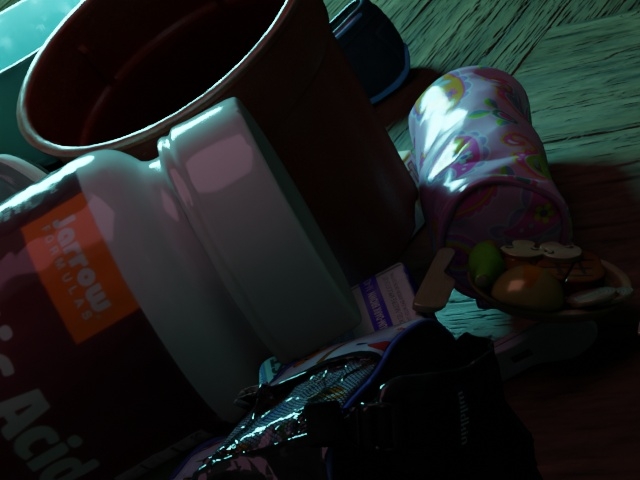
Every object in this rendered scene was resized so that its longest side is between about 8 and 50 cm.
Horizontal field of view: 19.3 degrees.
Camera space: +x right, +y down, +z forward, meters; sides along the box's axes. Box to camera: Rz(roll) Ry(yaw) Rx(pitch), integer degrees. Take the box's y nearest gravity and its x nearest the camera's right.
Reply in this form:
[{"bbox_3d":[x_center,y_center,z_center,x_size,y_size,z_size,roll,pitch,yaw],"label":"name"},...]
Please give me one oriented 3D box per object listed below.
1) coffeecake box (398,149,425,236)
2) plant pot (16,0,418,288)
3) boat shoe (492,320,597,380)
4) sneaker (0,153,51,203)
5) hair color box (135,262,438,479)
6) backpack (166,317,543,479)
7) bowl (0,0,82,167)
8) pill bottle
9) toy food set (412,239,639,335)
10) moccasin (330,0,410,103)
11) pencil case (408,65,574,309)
[{"bbox_3d":[0.000,0.000,1.751,0.142,0.068,0.185,-5,33,45],"label":"coffeecake box"},{"bbox_3d":[-0.066,-0.080,1.568,0.272,0.265,0.272,-23,37,19],"label":"plant pot"},{"bbox_3d":[0.166,0.077,1.442,0.100,0.035,0.035,-27,25,25],"label":"boat shoe"},{"bbox_3d":[-0.251,0.057,1.557,0.124,0.295,0.178,-44,-17,27],"label":"sneaker"},{"bbox_3d":[-0.050,0.167,1.422,0.339,0.110,0.185,-30,24,5],"label":"hair color box"},{"bbox_3d":[0.037,0.181,1.128,0.213,0.276,0.263,-14,14,29],"label":"backpack"},{"bbox_3d":[-0.373,-0.207,2.502,0.312,0.163,0.311,-25,24,12],"label":"bowl"},{"bbox_3d":[-0.183,0.074,1.350,0.392,0.224,0.224,-30,23,3],"label":"pill bottle"},{"bbox_3d":[0.172,0.025,1.409,0.192,0.038,0.132,7,23,10],"label":"toy food set"},{"bbox_3d":[-0.070,-0.161,2.103,0.342,0.116,0.137,-31,23,-2],"label":"moccasin"},{"bbox_3d":[0.145,-0.052,1.634,0.124,0.124,0.284,-26,24,9],"label":"pencil case"}]
